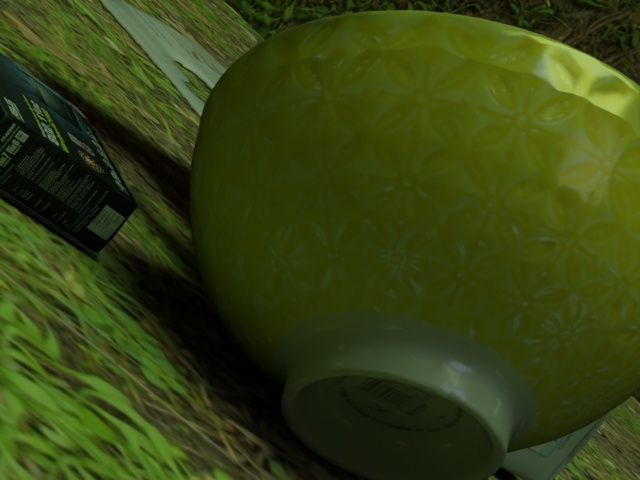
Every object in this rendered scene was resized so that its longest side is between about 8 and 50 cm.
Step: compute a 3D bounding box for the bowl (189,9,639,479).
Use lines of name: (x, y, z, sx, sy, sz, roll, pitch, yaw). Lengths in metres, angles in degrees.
bowl: (0.054, 0.034, 0.911, 0.289, 0.289, 0.156, 38, 51, -27)

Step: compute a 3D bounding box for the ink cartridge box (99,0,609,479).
ink cartridge box: (0.000, 0.000, 1.246, 0.385, 0.091, 0.308, 31, 12, -42)

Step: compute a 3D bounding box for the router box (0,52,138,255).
router box: (-0.155, -0.055, 0.922, 0.092, 0.038, 0.122, 36, 10, -36)
